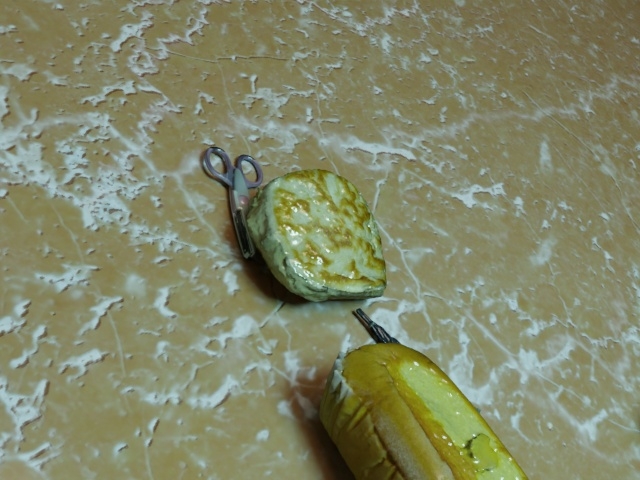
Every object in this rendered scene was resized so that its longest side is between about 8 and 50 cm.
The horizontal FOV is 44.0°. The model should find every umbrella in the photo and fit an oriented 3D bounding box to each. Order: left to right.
[{"bbox_3d":[0.143,0.176,0.964,0.269,0.044,0.044,50,15,11],"label":"umbrella"}]

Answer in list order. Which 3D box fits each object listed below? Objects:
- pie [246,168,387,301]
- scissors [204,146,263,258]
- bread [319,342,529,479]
[{"bbox_3d":[0.000,0.000,0.985,0.205,0.084,0.179,1,60,-41],"label":"pie"},{"bbox_3d":[-0.101,-0.050,1.008,0.085,0.022,0.176,13,46,-33],"label":"scissors"},{"bbox_3d":[0.116,0.239,0.803,0.152,0.119,0.288,-1,43,-42],"label":"bread"}]
